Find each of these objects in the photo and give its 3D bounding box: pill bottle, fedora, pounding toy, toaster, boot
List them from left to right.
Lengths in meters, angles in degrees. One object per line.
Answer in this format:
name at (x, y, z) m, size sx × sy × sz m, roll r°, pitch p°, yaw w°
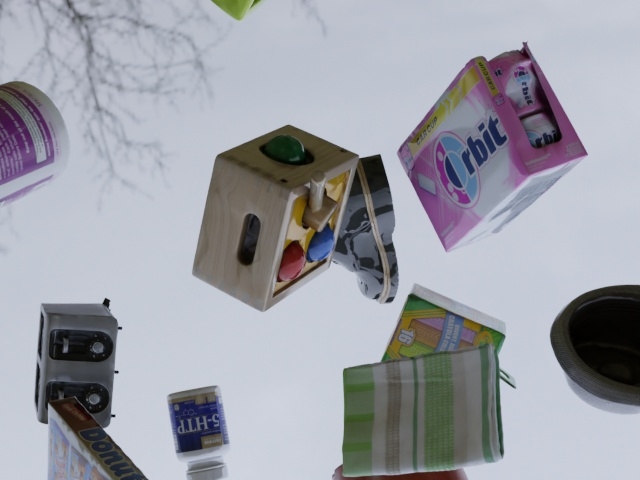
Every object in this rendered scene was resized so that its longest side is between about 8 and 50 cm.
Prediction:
pill bottle at (-0.518, -0.110, 1.607) m, size 0.169 × 0.169 × 0.301 m, roll 5°, pitch -155°, yaw 34°
toaster at (-0.364, 0.178, 1.685) m, size 0.110 × 0.168 × 0.186 m, roll 5°, pitch -176°, yaw -17°
pill bottle at (-0.241, 0.392, 2.274) m, size 0.112 × 0.186 × 0.112 m, roll -11°, pitch 172°, yaw -1°
pounding toy at (-0.025, -0.025, 0.890) m, size 0.100 × 0.141 × 0.130 m, roll 26°, pitch -151°, yaw 20°
boot at (0.000, 0.000, 1.067) m, size 0.137 × 0.198 × 0.077 m, roll -12°, pitch -130°, yaw -1°
fedora at (0.497, 0.191, 1.787) m, size 0.275 × 0.124 × 0.243 m, roll -1°, pitch -133°, yaw -2°

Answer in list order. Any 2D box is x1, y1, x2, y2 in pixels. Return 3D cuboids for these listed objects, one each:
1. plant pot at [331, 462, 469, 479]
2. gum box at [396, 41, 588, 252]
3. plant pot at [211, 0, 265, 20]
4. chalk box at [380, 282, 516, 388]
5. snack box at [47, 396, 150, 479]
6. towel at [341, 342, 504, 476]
plant pot at (0.150, 0.459, 1.766) m, size 0.272 × 0.272 × 0.265 m, roll -15°, pitch -112°, yaw -8°
gum box at (0.142, -0.076, 0.961) m, size 0.062 × 0.107 × 0.188 m, roll -20°, pitch 167°, yaw -22°
plant pot at (-0.116, -0.480, 1.600) m, size 0.207 × 0.228 × 0.227 m, roll 32°, pitch -148°, yaw -1°
chalk box at (0.218, 0.174, 1.798) m, size 0.213 × 0.132 × 0.132 m, roll 22°, pitch -172°, yaw 4°
snack box at (-0.123, 0.159, 0.673) m, size 0.022 × 0.064 × 0.178 m, roll -7°, pitch -158°, yaw -33°
towel at (0.090, 0.155, 1.031) m, size 0.152 × 0.023 × 0.113 m, roll -11°, pitch -122°, yaw 21°
